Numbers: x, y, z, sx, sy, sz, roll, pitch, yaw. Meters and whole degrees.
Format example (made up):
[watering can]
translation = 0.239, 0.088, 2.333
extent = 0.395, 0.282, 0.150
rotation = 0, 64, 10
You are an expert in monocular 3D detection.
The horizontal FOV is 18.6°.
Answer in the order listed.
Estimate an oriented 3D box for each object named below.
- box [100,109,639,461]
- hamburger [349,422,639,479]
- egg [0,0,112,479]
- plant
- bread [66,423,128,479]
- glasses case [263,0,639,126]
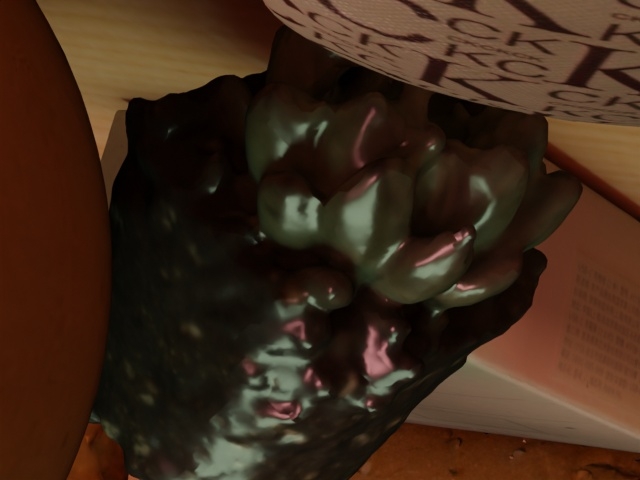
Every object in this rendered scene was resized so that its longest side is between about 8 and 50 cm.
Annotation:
[box]
translation = 0.045, 0.027, 0.899
extent = 0.203, 0.106, 0.252
rotation = 6, 169, 35
[hamburger]
translation = 0.113, 0.123, 1.090
extent = 0.285, 0.134, 0.265
rotation = -2, -170, 33
[egg]
translation = -0.209, 0.009, 0.566
extent = 0.301, 0.301, 0.374
rotation = 11, 179, 7
[plant]
translation = 0.000, 0.000, 0.673
extent = 0.129, 0.194, 0.132
rotation = 47, -143, 15
[bread]
translation = -0.293, 0.150, 1.223
extent = 0.398, 0.398, 0.215
rotation = 0, 153, 48
[glasses case]
translation = 0.055, -0.088, 0.341
extent = 0.137, 0.085, 0.354
rotation = 13, 170, 2
